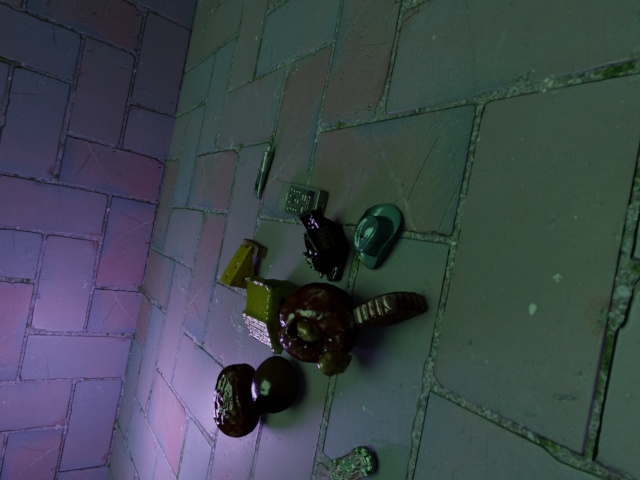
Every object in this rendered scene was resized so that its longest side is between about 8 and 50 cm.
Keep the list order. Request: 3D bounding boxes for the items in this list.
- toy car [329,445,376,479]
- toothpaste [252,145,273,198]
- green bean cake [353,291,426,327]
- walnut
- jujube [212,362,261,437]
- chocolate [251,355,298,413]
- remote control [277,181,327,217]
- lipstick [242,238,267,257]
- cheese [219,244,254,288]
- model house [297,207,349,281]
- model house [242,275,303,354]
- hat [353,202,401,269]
[{"bbox_3d":[0.083,0.576,1.061,0.142,0.055,0.069,-41,57,27],"label":"toy car"},{"bbox_3d":[-0.243,-0.288,1.759,0.060,0.038,0.233,40,116,53],"label":"toothpaste"},{"bbox_3d":[0.162,0.164,0.991,0.135,0.135,0.056,-38,56,42],"label":"green bean cake"},{"bbox_3d":[0.014,0.226,1.105,0.221,0.269,0.244,-38,88,17],"label":"walnut"},{"bbox_3d":[-0.299,0.571,1.482,0.183,0.183,0.243,-7,87,53],"label":"jujube"},{"bbox_3d":[-0.142,0.456,1.336,0.176,0.176,0.177,-19,66,51],"label":"chocolate"},{"bbox_3d":[-0.076,-0.139,1.485,0.285,0.038,0.123,26,103,54],"label":"remote control"},{"bbox_3d":[-0.271,0.031,1.704,0.145,0.045,0.045,25,104,53],"label":"lipstick"},{"bbox_3d":[-0.316,0.104,1.684,0.093,0.126,0.171,9,85,54],"label":"cheese"},{"bbox_3d":[-0.007,0.002,1.249,0.141,0.164,0.203,-47,44,29],"label":"model house"},{"bbox_3d":[-0.165,0.246,1.388,0.193,0.174,0.234,5,82,54],"label":"model house"},{"bbox_3d":[0.137,-0.015,1.123,0.138,0.078,0.191,42,115,48],"label":"hat"}]
